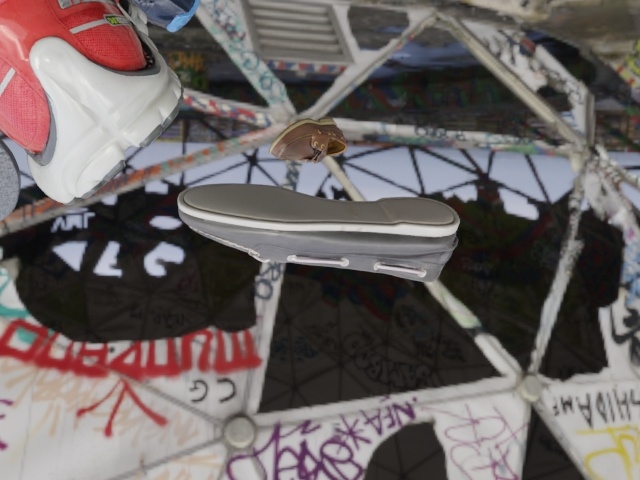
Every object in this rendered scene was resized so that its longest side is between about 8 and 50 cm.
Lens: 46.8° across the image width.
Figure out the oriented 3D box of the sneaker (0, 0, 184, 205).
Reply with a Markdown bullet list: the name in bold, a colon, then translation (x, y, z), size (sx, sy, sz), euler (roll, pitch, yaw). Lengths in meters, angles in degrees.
- **sneaker**: translation (-0.155, -0.125, 0.392), size (0.107, 0.118, 0.279), euler (-41, -143, -7)

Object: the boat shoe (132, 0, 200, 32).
- **boat shoe**: translation (-0.193, -0.358, 0.822), size (0.089, 0.258, 0.109), euler (8, 143, -43)

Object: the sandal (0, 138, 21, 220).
- **sandal**: translation (-0.448, -0.129, 0.856), size (0.254, 0.097, 0.054), euler (47, -179, -16)

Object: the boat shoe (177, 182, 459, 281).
- **boat shoe**: translation (0.000, 0.000, 0.871), size (0.335, 0.095, 0.112), euler (4, -153, -11)

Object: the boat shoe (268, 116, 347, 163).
- **boat shoe**: translation (-0.014, -0.157, 1.194), size (0.060, 0.064, 0.178), euler (48, -146, 13)
